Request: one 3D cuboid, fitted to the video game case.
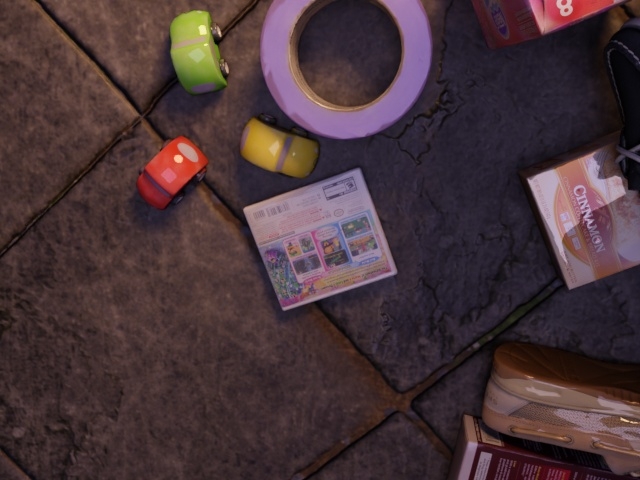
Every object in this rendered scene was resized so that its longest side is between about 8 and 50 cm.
[{"bbox_3d":[0.000,0.000,0.858,0.157,0.019,0.143,-19,101,9],"label":"video game case"}]

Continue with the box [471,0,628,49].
[{"bbox_3d":[0.219,-0.272,0.623,0.154,0.300,0.142,-21,100,10],"label":"box"}]

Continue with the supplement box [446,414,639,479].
[{"bbox_3d":[0.289,0.319,0.876,0.239,0.073,0.130,12,105,4],"label":"supplement box"}]

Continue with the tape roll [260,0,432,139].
[{"bbox_3d":[0.031,-0.212,0.772,0.188,0.080,0.189,2,105,6],"label":"tape roll"}]

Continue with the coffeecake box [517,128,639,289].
[{"bbox_3d":[0.344,-0.047,0.784,0.185,0.068,0.142,-22,99,10],"label":"coffeecake box"}]

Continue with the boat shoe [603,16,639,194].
[{"bbox_3d":[0.353,-0.072,0.684,0.091,0.114,0.303,-31,96,6],"label":"boat shoe"}]

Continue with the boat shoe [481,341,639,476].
[{"bbox_3d":[0.371,0.219,0.827,0.341,0.121,0.110,14,109,13],"label":"boat shoe"}]

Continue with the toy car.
[{"bbox_3d":[-0.136,-0.159,0.815,0.238,0.053,0.225,-11,102,8],"label":"toy car"}]
